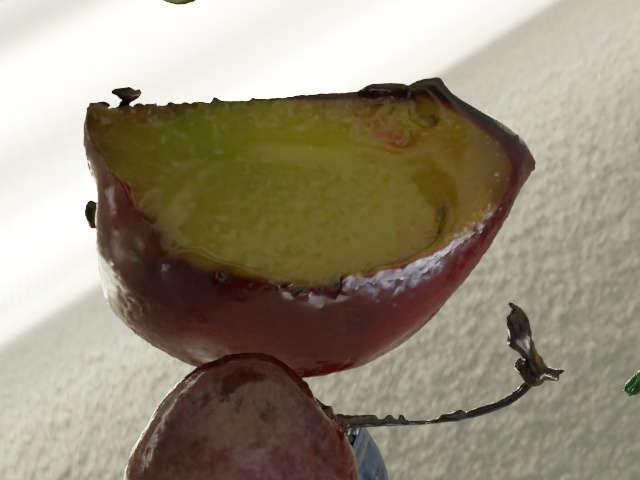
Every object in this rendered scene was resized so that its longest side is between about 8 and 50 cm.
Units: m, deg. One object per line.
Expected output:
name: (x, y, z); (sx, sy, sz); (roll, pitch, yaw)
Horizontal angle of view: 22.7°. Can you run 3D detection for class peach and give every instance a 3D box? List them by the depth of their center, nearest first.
peach: (-0.003, 0.004, 0.961); (0.267, 0.154, 0.158); (-7, -119, -16)

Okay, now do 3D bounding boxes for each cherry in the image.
cherry: (0.000, 0.086, 0.784); (0.225, 0.090, 0.107); (-33, -96, -1)

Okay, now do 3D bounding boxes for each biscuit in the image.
biscuit: (0.290, 0.110, 1.349); (0.089, 0.046, 0.016); (-11, -117, -46)

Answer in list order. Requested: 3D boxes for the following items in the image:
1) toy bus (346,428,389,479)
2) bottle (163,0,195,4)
toy bus: (-0.044, 0.176, 1.066); (0.075, 0.191, 0.064); (61, -149, -21)
bottle: (-0.122, -0.264, 0.747); (0.172, 0.351, 0.171); (-24, -140, 22)
